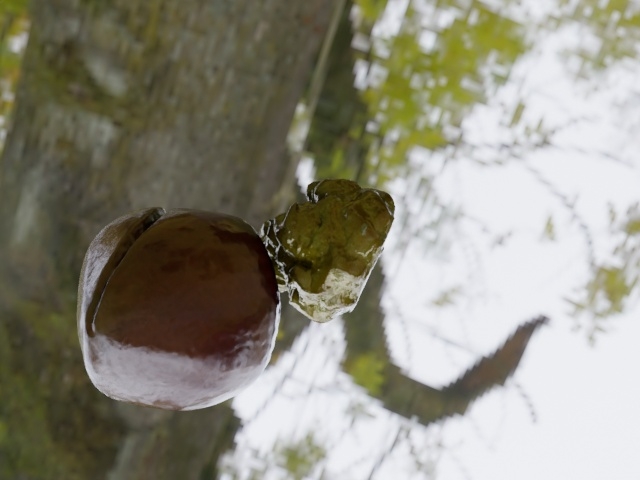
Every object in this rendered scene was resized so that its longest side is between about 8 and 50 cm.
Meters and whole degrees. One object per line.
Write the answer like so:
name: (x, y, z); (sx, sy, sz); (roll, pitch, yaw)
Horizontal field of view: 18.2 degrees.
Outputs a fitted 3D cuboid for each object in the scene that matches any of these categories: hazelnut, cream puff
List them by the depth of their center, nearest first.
hazelnut: (-0.142, 0.062, 1.821); (0.208, 0.208, 0.208); (13, -143, -10)
cream puff: (0.000, 0.000, 1.873); (0.116, 0.146, 0.146); (24, -143, 2)
